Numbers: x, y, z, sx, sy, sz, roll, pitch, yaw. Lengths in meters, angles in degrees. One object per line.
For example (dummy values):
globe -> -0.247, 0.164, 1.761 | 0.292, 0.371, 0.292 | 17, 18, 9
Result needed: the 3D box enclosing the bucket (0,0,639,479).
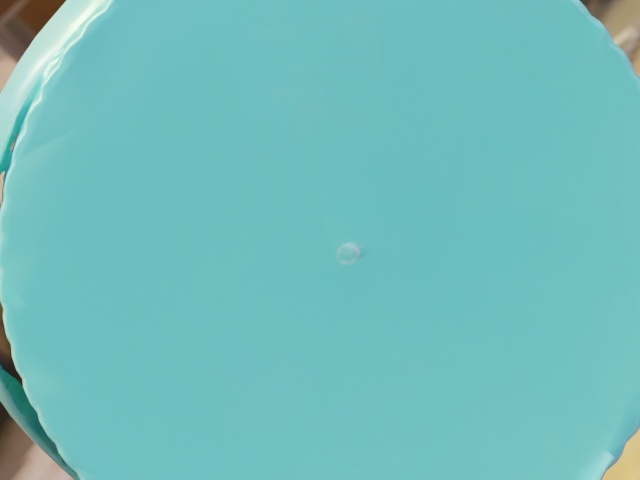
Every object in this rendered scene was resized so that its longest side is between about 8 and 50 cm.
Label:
bucket -> 0.000, 0.000, 0.752 | 0.281, 0.281, 0.183 | -45, 5, -2
